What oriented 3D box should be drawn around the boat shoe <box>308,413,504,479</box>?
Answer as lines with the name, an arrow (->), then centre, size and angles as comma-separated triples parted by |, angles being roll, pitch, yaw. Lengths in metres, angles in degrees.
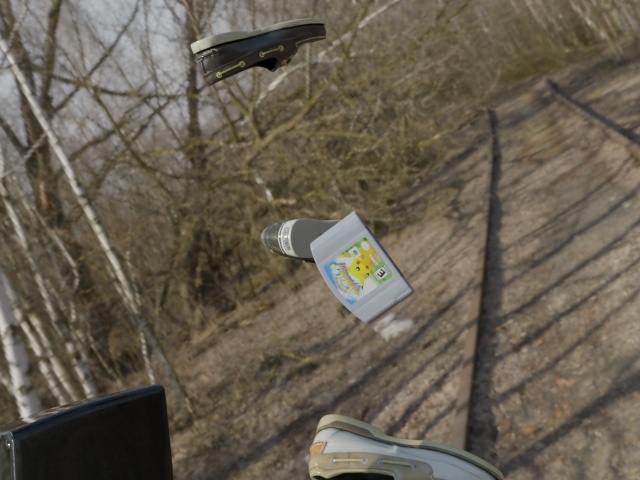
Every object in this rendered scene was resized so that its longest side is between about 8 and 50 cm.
boat shoe -> 0.128, 0.369, 1.165 | 0.103, 0.302, 0.113 | -68, -14, -45

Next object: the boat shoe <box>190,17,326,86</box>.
boat shoe -> -0.086, -0.291, 1.154 | 0.227, 0.069, 0.081 | -20, 10, -26

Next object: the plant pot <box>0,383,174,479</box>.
plant pot -> -0.285, 0.271, 0.848 | 0.167, 0.188, 0.187 | 4, -16, -42

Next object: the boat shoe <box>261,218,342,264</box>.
boat shoe -> 0.000, 0.000, 1.175 | 0.070, 0.078, 0.219 | 0, -8, 40

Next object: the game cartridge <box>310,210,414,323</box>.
game cartridge -> 0.031, 0.025, 0.618 | 0.056, 0.083, 0.017 | -37, -1, 15
